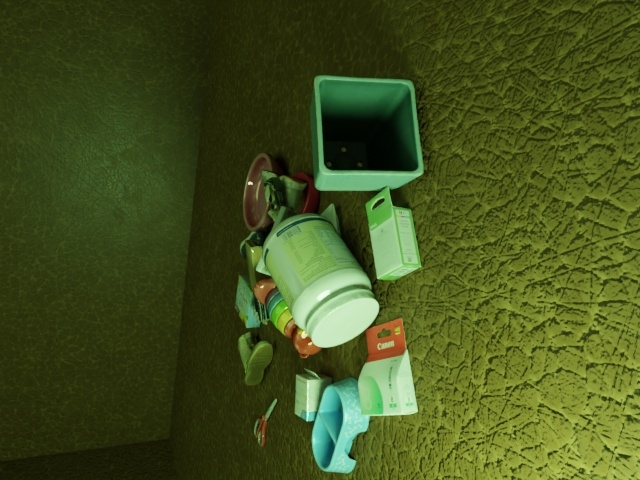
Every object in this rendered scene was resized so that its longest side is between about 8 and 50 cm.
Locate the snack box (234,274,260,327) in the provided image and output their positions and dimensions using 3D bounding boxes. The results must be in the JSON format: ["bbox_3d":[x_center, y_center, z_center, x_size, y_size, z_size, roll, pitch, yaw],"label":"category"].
[{"bbox_3d":[-0.322,0.270,2.119,0.207,0.070,0.175,36,119,58],"label":"snack box"}]

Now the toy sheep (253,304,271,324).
[{"bbox_3d":[-0.235,0.293,1.934,0.132,0.091,0.091,60,139,41],"label":"toy sheep"}]

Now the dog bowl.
[{"bbox_3d":[0.049,0.538,1.358,0.166,0.074,0.297,46,127,55],"label":"dog bowl"}]

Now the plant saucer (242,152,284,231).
[{"bbox_3d":[-0.235,-0.198,1.976,0.332,0.084,0.332,-25,61,59],"label":"plant saucer"}]

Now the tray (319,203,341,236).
[{"bbox_3d":[0.000,0.000,1.564,0.270,0.030,0.145,-42,51,54],"label":"tray"}]

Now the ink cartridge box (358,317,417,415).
[{"bbox_3d":[0.157,0.326,1.197,0.181,0.056,0.225,-36,57,56],"label":"ink cartridge box"}]

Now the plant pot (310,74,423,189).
[{"bbox_3d":[0.088,-0.242,1.204,0.252,0.247,0.247,132,136,-73],"label":"plant pot"}]

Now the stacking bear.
[{"bbox_3d":[-0.083,0.255,1.568,0.289,0.175,0.164,53,162,38],"label":"stacking bear"}]

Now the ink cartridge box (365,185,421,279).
[{"bbox_3d":[0.180,-0.016,1.178,0.109,0.062,0.209,-39,53,55],"label":"ink cartridge box"}]

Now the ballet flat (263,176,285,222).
[{"bbox_3d":[-0.155,-0.119,1.590,0.070,0.070,0.188,-3,101,63],"label":"ballet flat"}]

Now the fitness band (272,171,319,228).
[{"bbox_3d":[-0.100,-0.109,1.712,0.291,0.054,0.209,-56,38,28],"label":"fitness band"}]

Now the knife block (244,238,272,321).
[{"bbox_3d":[-0.227,0.163,1.774,0.242,0.275,0.088,-54,31,-1],"label":"knife block"}]

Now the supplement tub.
[{"bbox_3d":[-0.004,0.106,1.310,0.325,0.235,0.235,57,137,36],"label":"supplement tub"}]

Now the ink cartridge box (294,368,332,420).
[{"bbox_3d":[-0.022,0.482,1.484,0.092,0.089,0.143,-6,81,62],"label":"ink cartridge box"}]

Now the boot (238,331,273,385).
[{"bbox_3d":[-0.283,0.463,2.002,0.203,0.095,0.262,-114,34,-44],"label":"boot"}]

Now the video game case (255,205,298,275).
[{"bbox_3d":[-0.108,0.017,1.493,0.023,0.193,0.212,20,85,30],"label":"video game case"}]

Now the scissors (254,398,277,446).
[{"bbox_3d":[-0.231,0.727,1.941,0.109,0.021,0.297,-125,44,-53],"label":"scissors"}]

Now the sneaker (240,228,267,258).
[{"bbox_3d":[-0.293,0.063,2.069,0.226,0.086,0.163,-50,42,48],"label":"sneaker"}]

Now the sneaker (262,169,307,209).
[{"bbox_3d":[-0.150,-0.179,1.682,0.262,0.099,0.121,27,104,57],"label":"sneaker"}]
